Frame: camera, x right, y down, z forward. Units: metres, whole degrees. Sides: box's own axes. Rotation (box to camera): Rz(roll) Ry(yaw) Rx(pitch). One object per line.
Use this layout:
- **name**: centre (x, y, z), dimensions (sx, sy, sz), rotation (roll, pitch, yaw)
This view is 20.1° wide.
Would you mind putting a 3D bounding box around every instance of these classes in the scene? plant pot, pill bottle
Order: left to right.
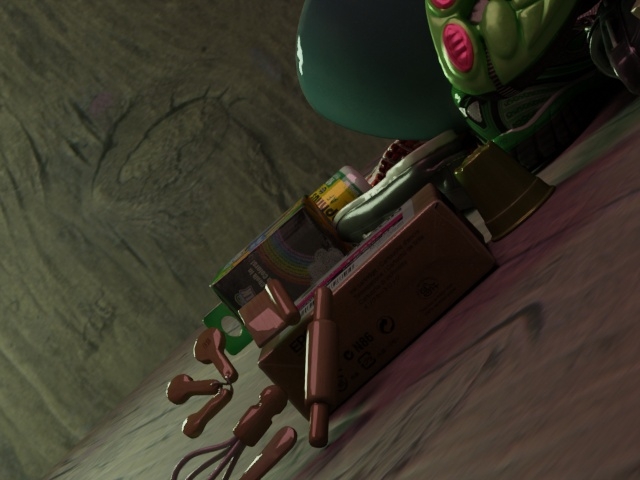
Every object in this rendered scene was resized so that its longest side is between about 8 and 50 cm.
- **pill bottle**: centre (0.000, 0.000, 2.598), dimensions (0.208, 0.117, 0.117), rotation (-42, 4, -1)
- **plant pot**: centre (0.142, -0.239, 2.193), dimensions (0.290, 0.195, 0.290), rotation (-27, -48, -34)
- **plant pot**: centre (0.177, -0.055, 1.806), dimensions (0.083, 0.079, 0.083), rotation (-42, 3, 3)

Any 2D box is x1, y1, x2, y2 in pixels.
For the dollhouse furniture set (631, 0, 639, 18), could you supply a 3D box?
- **dollhouse furniture set**: centre (0.340, -0.200, 1.545), dimensions (0.151, 0.144, 0.123), rotation (-59, 5, -19)

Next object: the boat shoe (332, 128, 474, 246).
- **boat shoe**: centre (0.105, -0.035, 2.254), dimensions (0.112, 0.095, 0.335), rotation (-28, -6, -24)

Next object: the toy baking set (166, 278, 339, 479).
- **toy baking set**: centre (-0.060, 0.155, 1.633), dimensions (0.197, 0.030, 0.256), rotation (-29, 45, 29)

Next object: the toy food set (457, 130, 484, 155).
- **toy food set**: centre (0.234, -0.146, 2.370), dimensions (0.218, 0.071, 0.128), rotation (-42, -20, -30)

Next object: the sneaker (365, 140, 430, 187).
- **sneaker**: centre (0.101, -0.082, 2.715), dimensions (0.225, 0.088, 0.093), rotation (-42, 2, -7)

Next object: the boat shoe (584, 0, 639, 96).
- **boat shoe**: centre (0.327, -0.226, 1.876), dimensions (0.119, 0.121, 0.335), rotation (-41, 5, 13)

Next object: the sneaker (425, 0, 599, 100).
- **sneaker**: centre (0.245, -0.298, 1.939), dimensions (0.185, 0.202, 0.482), rotation (-10, 36, 28)

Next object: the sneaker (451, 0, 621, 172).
- **sneaker**: centre (0.275, -0.215, 2.085), dimensions (0.134, 0.146, 0.343), rotation (-38, 5, 45)

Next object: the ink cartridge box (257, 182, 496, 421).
- **ink cartridge box**: centre (0.053, 0.056, 1.759), dimensions (0.235, 0.088, 0.193), rotation (-43, 5, 5)

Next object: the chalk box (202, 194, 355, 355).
- **chalk box**: centre (-0.057, 0.061, 2.409), dimensions (0.213, 0.132, 0.132), rotation (-40, 5, 8)
